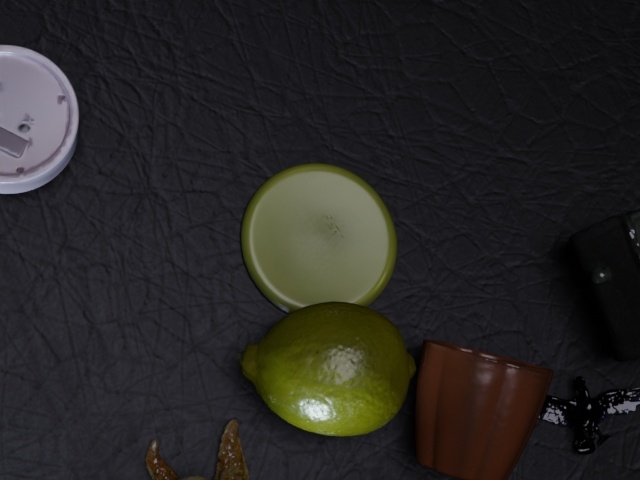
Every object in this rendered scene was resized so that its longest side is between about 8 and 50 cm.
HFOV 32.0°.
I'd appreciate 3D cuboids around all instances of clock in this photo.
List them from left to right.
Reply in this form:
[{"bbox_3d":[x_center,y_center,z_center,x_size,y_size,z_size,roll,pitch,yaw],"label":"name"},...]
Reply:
[{"bbox_3d":[-0.433,-0.166,1.538,0.197,0.068,0.196,2,79,-11],"label":"clock"}]

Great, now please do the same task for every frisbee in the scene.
[{"bbox_3d":[0.000,0.000,1.619,0.236,0.017,0.235,2,78,-11],"label":"frisbee"}]

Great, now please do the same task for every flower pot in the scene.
[{"bbox_3d":[0.211,0.238,1.541,0.191,0.190,0.173,16,88,-8],"label":"flower pot"}]

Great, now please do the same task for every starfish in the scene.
[{"bbox_3d":[-0.117,0.387,1.497,0.299,0.060,0.302,-22,83,-12],"label":"starfish"}]

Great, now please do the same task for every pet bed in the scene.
[{"bbox_3d":[0.458,0.068,1.612,0.159,0.183,0.210,-16,82,-16],"label":"pet bed"}]

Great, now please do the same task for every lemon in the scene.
[{"bbox_3d":[0.013,0.173,1.504,0.249,0.184,0.184,2,79,-12],"label":"lemon"}]

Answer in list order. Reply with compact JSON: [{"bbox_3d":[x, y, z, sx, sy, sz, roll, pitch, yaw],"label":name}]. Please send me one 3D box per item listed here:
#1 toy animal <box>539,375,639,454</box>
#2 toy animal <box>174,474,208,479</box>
[{"bbox_3d":[0.386,0.254,1.633,0.220,0.062,0.108,-6,62,-12],"label":"toy animal"},{"bbox_3d":[-0.172,0.419,1.404,0.169,0.121,0.233,42,102,29],"label":"toy animal"}]
